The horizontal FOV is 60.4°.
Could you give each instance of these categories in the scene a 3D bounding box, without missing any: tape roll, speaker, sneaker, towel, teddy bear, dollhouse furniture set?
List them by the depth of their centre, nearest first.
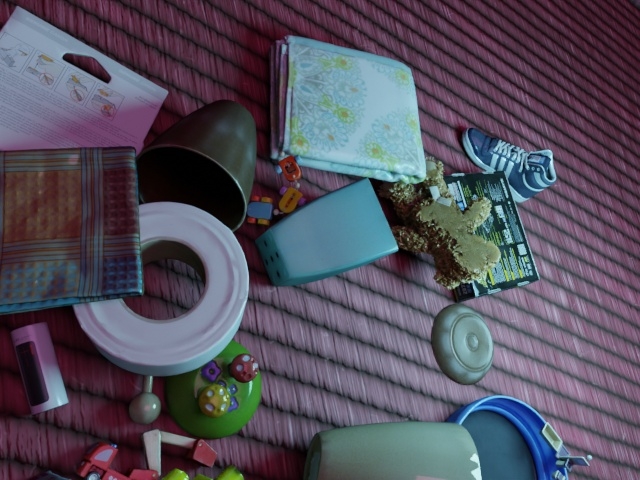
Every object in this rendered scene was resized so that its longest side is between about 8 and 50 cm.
[{"bbox_3d":[-0.472,-0.020,0.849,0.369,0.040,0.272,-6,73,-12],"label":"towel"},{"bbox_3d":[-0.441,0.199,0.864,0.055,0.055,0.136,-14,82,-34],"label":"speaker"},{"bbox_3d":[-0.266,0.080,0.932,0.286,0.100,0.286,4,66,-10],"label":"tape roll"},{"bbox_3d":[0.558,0.486,1.265,0.114,0.081,0.091,52,56,-6],"label":"dollhouse furniture set"},{"bbox_3d":[0.061,-0.301,1.283,0.374,0.090,0.321,7,67,-19],"label":"towel"},{"bbox_3d":[0.280,-0.044,1.315,0.245,0.113,0.338,-42,73,-18],"label":"teddy bear"},{"bbox_3d":[0.536,-0.236,1.541,0.282,0.153,0.099,42,57,-13],"label":"sneaker"}]

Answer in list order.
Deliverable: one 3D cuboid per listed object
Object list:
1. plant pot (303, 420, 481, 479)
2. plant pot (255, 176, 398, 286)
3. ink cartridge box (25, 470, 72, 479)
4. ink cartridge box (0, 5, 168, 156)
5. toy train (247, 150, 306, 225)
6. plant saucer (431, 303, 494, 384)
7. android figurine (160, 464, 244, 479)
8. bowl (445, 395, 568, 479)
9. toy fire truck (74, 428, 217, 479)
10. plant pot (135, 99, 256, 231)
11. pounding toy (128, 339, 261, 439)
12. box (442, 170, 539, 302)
[{"bbox_3d":[0.114,0.448,1.024,0.273,0.256,0.257,14,66,-10],"label":"plant pot"},{"bbox_3d":[0.000,0.000,1.137,0.234,0.165,0.166,-21,85,-28],"label":"plant pot"},{"bbox_3d":[-0.344,0.483,0.748,0.065,0.185,0.311,-15,82,-37],"label":"ink cartridge box"},{"bbox_3d":[-0.461,-0.230,0.987,0.296,0.066,0.261,27,62,-22],"label":"ink cartridge box"},{"bbox_3d":[-0.095,-0.101,1.152,0.166,0.046,0.125,-32,77,3],"label":"toy train"},{"bbox_3d":[0.359,0.250,1.344,0.198,0.036,0.199,11,68,-29],"label":"plant saucer"},{"bbox_3d":[-0.214,0.494,0.863,0.272,0.056,0.248,-36,112,-40],"label":"android figurine"},{"bbox_3d":[0.404,0.554,1.245,0.390,0.077,0.392,10,70,-28],"label":"bowl"},{"bbox_3d":[-0.283,0.365,0.909,0.192,0.047,0.135,36,59,-15],"label":"toy fire truck"},{"bbox_3d":[-0.211,-0.162,1.053,0.215,0.215,0.231,33,46,-18],"label":"plant pot"},{"bbox_3d":[-0.195,0.249,0.963,0.236,0.110,0.183,18,65,-26],"label":"pounding toy"},{"bbox_3d":[0.424,-0.020,1.449,0.257,0.079,0.322,-9,79,-31],"label":"box"}]
